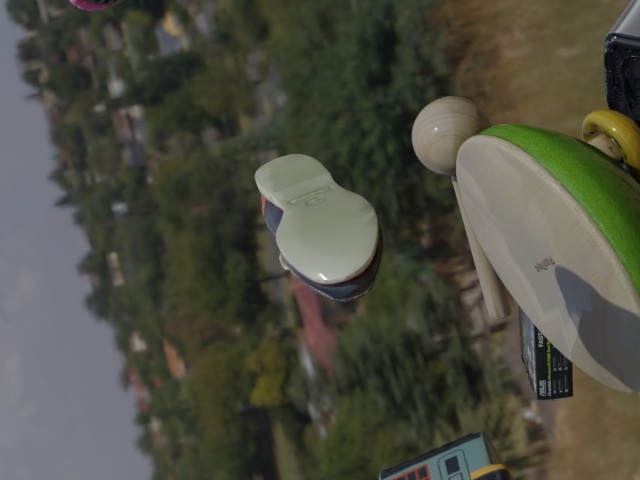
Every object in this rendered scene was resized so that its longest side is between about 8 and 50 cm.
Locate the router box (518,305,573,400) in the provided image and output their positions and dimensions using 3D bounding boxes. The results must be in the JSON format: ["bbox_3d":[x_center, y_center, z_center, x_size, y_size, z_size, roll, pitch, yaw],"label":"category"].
[{"bbox_3d":[0.220,0.082,1.444,0.092,0.038,0.122,-97,1,-63],"label":"router box"}]

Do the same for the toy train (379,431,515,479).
[{"bbox_3d":[0.030,0.277,1.092,0.142,0.334,0.190,56,-166,-31],"label":"toy train"}]

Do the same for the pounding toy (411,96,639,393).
[{"bbox_3d":[0.169,-0.017,0.908,0.183,0.110,0.237,62,167,-22],"label":"pounding toy"}]

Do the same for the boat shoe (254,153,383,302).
[{"bbox_3d":[0.000,0.000,0.703,0.137,0.049,0.043,-126,20,-63],"label":"boat shoe"}]

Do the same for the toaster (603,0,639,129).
[{"bbox_3d":[0.458,-0.221,1.925,0.185,0.110,0.168,16,144,28],"label":"toaster"}]

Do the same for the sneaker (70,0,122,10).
[{"bbox_3d":[-0.187,-0.211,1.084,0.119,0.047,0.057,19,-131,-49],"label":"sneaker"}]
